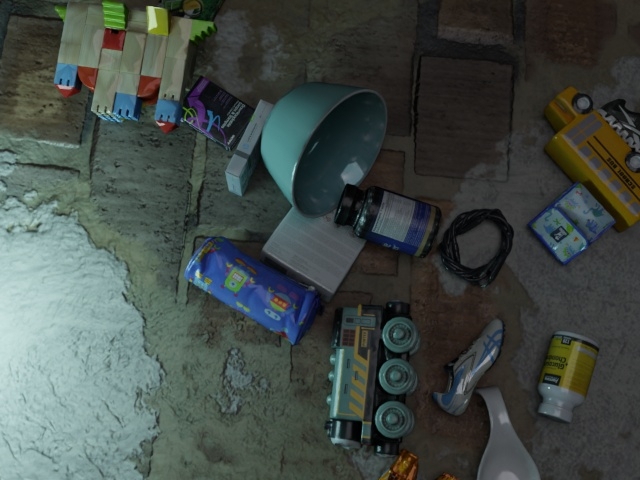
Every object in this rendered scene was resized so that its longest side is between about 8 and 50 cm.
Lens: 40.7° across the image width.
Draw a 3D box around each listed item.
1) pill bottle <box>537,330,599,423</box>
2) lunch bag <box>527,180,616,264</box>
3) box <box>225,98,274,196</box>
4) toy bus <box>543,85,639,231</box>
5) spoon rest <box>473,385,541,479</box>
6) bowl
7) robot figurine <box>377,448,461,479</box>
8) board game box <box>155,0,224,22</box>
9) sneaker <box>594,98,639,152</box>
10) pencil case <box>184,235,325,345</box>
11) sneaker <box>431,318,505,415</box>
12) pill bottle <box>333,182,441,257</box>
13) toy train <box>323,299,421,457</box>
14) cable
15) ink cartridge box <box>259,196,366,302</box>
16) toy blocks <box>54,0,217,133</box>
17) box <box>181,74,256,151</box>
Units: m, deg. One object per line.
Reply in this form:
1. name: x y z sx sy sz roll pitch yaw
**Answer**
1. pill bottle: 0.529 0.295 1.859 0.103 0.103 0.184 19 76 3
2. lunch bag: 0.565 -0.039 1.950 0.151 0.096 0.129 -41 84 4
3. box: -0.155 -0.205 1.932 0.038 0.145 0.186 25 78 3
4. toy bus: 0.633 -0.189 1.977 0.130 0.108 0.332 -39 81 -8
5. spoon rest: 0.384 0.446 1.829 0.137 0.084 0.276 -10 76 -4
6. bowl: -0.012 -0.223 1.887 0.163 0.311 0.311 36 77 26
7. robot figurine: 0.164 0.594 1.784 0.211 0.085 0.291 28 77 5
8. board game box: -0.279 -0.637 2.090 0.136 0.030 0.259 25 77 2
9. sneaker: 0.741 -0.240 2.007 0.106 0.078 0.234 -38 79 -8
10. pencil case: -0.140 0.102 1.871 0.306 0.119 0.133 30 96 5
11. sneaker: 0.325 0.264 1.869 0.086 0.085 0.237 33 76 1
12. pill bottle: 0.147 -0.049 1.908 0.219 0.123 0.122 18 77 -3
13. toy train: 0.111 0.288 1.837 0.190 0.142 0.333 4 78 11
14. cable: 0.356 0.005 1.957 0.151 0.047 0.184 28 80 10
15. ink cartridge box: 0.000 0.000 1.947 0.189 0.066 0.232 32 55 5
16. toy blocks: -0.443 -0.385 1.963 0.382 0.191 0.260 9 87 3
17. box: -0.244 -0.296 2.009 0.162 0.029 0.116 32 78 5
